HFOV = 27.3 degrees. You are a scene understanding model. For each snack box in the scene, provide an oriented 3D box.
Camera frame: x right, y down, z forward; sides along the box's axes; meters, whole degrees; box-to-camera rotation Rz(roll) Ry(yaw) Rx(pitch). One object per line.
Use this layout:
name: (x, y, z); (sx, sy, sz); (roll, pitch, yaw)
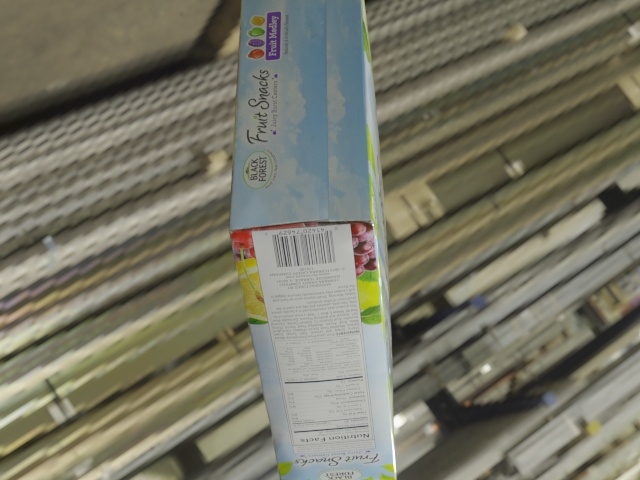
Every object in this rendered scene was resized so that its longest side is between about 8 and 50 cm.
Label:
snack box: (0.000, 0.000, 0.684); (0.070, 0.174, 0.207); (-5, 137, 5)
